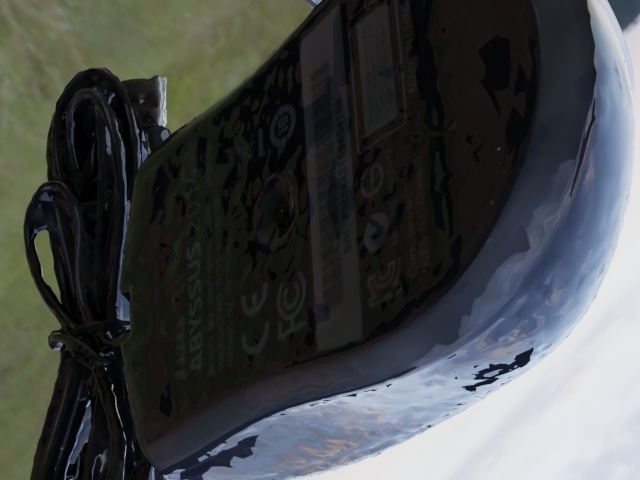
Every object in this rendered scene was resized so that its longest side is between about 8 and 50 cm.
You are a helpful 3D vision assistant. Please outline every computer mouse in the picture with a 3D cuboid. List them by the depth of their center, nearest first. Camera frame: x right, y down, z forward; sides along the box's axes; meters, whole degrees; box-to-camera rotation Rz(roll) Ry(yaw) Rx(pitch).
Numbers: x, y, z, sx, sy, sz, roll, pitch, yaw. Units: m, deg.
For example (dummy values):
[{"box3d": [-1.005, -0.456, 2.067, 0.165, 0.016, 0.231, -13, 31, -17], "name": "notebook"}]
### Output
[{"box3d": [0.000, 0.000, 0.446, 0.272, 0.072, 0.189, -26, -123, 49], "name": "computer mouse"}]

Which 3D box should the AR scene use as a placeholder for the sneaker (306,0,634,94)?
[{"box3d": [0.012, -0.129, 0.634, 0.099, 0.282, 0.153, -43, 179, 27], "name": "sneaker"}]
